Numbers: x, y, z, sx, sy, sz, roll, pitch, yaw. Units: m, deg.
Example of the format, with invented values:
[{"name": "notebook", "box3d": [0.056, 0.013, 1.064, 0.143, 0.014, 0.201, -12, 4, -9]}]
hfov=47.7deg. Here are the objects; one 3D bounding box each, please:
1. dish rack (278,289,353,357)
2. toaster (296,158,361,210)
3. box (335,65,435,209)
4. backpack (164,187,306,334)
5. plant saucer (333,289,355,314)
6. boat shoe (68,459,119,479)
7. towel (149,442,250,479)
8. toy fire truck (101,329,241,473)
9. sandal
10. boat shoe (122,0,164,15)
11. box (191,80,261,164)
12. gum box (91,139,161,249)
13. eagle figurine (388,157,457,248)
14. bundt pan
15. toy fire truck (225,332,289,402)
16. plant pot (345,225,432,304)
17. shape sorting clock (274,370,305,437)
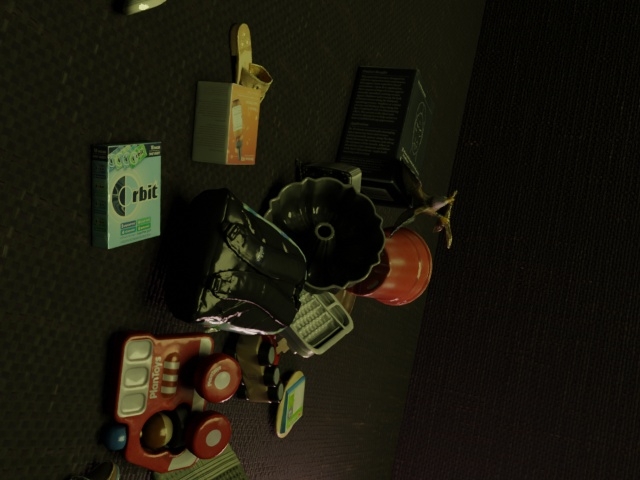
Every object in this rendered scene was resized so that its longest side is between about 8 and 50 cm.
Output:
[{"name": "dish rack", "box3d": [-0.064, 0.176, 1.940, 0.072, 0.286, 0.333, -42, 173, 20]}, {"name": "toaster", "box3d": [0.021, -0.144, 2.088, 0.110, 0.167, 0.186, -37, 133, -64]}, {"name": "box", "box3d": [0.224, -0.342, 2.441, 0.293, 0.211, 0.396, 38, 64, -65]}, {"name": "backpack", "box3d": [-0.176, 0.074, 1.614, 0.355, 0.273, 0.290, 22, 76, -43]}, {"name": "plant saucer", "box3d": [0.059, 0.143, 2.442, 0.310, 0.050, 0.311, 10, 90, -67]}, {"name": "boat shoe", "box3d": [-0.438, 0.469, 1.329, 0.183, 0.066, 0.066, -54, 145, -48]}, {"name": "towel", "box3d": [-0.237, 0.633, 1.689, 0.056, 0.312, 0.324, -39, 166, 17]}, {"name": "toy fire truck", "box3d": [-0.320, 0.327, 1.477, 0.253, 0.169, 0.302, 3, 100, -42]}, {"name": "sandal", "box3d": [-0.152, -0.381, 1.683, 0.088, 0.079, 0.240, -53, 145, -49]}, {"name": "boat shoe", "box3d": [-0.305, -0.461, 1.308, 0.184, 0.066, 0.063, -54, 131, -45]}, {"name": "box", "box3d": [-0.205, -0.255, 1.587, 0.130, 0.090, 0.171, -15, 112, -66]}, {"name": "gum box", "box3d": [-0.357, -0.089, 1.344, 0.157, 0.041, 0.185, -22, 118, -64]}, {"name": "eagle figurine", "box3d": [0.316, -0.120, 2.293, 0.298, 0.225, 0.226, 8, 47, -39]}, {"name": "bundt pan", "box3d": [0.000, 0.000, 1.930, 0.124, 0.330, 0.331, 111, -1, -64]}, {"name": "toy fire truck", "box3d": [-0.130, 0.281, 1.930, 0.246, 0.158, 0.217, -73, 159, -49]}, {"name": "plant pot", "box3d": [0.190, 0.078, 2.365, 0.265, 0.272, 0.273, 7, 92, -60]}, {"name": "shape sorting clock", "box3d": [-0.095, 0.499, 2.213, 0.206, 0.040, 0.206, 9, 90, -72]}]
